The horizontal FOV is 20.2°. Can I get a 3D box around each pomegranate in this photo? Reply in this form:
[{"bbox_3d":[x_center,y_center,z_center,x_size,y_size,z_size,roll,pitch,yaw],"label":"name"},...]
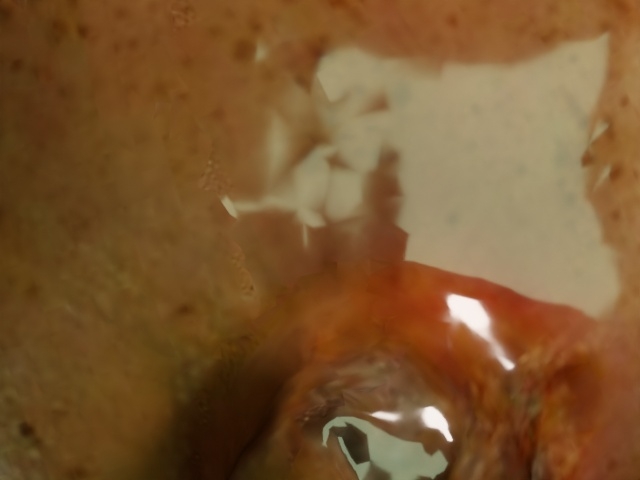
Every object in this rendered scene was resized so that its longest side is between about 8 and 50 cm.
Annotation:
[{"bbox_3d":[0.000,0.000,0.453,0.338,0.338,0.338,-8,107,-25],"label":"pomegranate"}]
